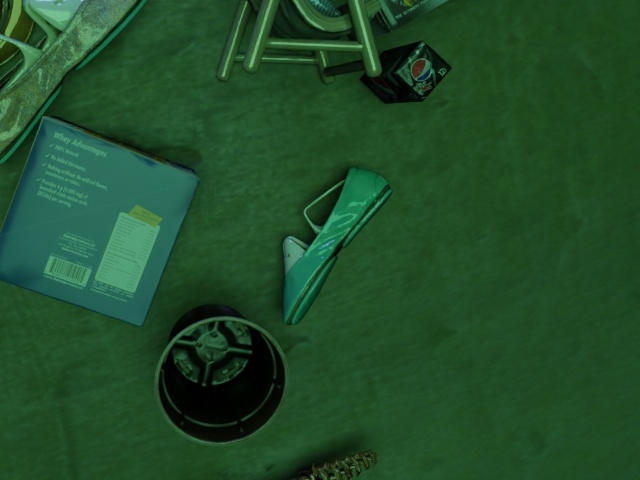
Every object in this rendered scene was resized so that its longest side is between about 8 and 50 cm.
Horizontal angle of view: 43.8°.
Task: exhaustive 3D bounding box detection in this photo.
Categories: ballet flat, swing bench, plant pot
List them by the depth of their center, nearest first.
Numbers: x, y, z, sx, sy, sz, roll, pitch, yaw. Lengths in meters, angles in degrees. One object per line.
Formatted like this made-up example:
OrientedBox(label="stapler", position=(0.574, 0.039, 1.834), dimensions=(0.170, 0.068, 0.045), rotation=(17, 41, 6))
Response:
OrientedBox(label="swing bench", position=(-0.033, -0.323, 0.963), dimensions=(0.165, 0.253, 0.254), rotation=(-1, 100, -13))
OrientedBox(label="ballet flat", position=(-0.341, -0.234, 0.976), dimensions=(0.316, 0.107, 0.106), rotation=(-50, 121, -3))
OrientedBox(label="plant pot", position=(-0.139, 0.162, 1.060), dimensions=(0.167, 0.165, 0.166), rotation=(-2, 100, -13))
OrientedBox(label="ballet flat", position=(0.000, 0.000, 1.120), dimensions=(0.087, 0.083, 0.247), rotation=(36, 90, 9))

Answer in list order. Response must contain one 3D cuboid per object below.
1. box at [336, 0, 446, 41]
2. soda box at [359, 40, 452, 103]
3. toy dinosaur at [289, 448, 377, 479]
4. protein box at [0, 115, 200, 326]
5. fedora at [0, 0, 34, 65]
OrientedBox(label="box", position=(0.149, -0.340, 1.037), dimensions=(0.231, 0.183, 0.056), rotation=(-30, 105, -6))
OrientedBox(label="soda box", position=(0.108, -0.219, 1.053), dimensions=(0.053, 0.169, 0.060), rotation=(41, 88, -14))
OrientedBox(label="toy dinosaur", position=(-0.042, 0.432, 1.140), dimensions=(0.218, 0.164, 0.322), rotation=(46, 109, 1))
OrientedBox(label="protein box", position=(-0.283, -0.028, 1.012), dimensions=(0.200, 0.136, 0.201), rotation=(21, 94, -15))
OrientedBox(label="fedora", position=(-0.442, -0.299, 0.964), dimensions=(0.194, 0.079, 0.194), rotation=(-2, 100, -12))
